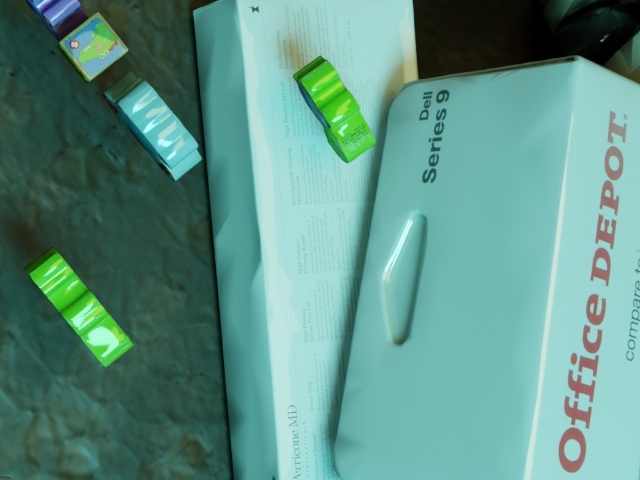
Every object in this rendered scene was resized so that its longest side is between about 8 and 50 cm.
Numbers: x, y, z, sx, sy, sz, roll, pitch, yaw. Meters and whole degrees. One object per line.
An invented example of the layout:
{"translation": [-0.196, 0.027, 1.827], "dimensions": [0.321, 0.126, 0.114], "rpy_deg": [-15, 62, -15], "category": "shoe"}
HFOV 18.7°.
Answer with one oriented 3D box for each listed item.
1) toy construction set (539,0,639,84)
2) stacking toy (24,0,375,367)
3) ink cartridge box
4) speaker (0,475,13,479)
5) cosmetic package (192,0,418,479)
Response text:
{"translation": [0.221, -0.206, 0.949], "dimensions": [0.257, 0.237, 0.309], "rpy_deg": [-4, 74, 9], "category": "toy construction set"}
{"translation": [-0.101, -0.080, 0.880], "dimensions": [0.167, 0.052, 0.221], "rpy_deg": [-38, 96, -7], "category": "stacking toy"}
{"translation": [0.161, 0.054, 0.955], "dimensions": [0.289, 0.121, 0.211], "rpy_deg": [18, 75, -40], "category": "ink cartridge box"}
{"translation": [-0.201, 0.124, 0.845], "dimensions": [0.136, 0.055, 0.055], "rpy_deg": [9, 82, -27], "category": "speaker"}
{"translation": [0.000, 0.000, 0.953], "dimensions": [0.099, 0.060, 0.239], "rpy_deg": [-4, 88, -30], "category": "cosmetic package"}
